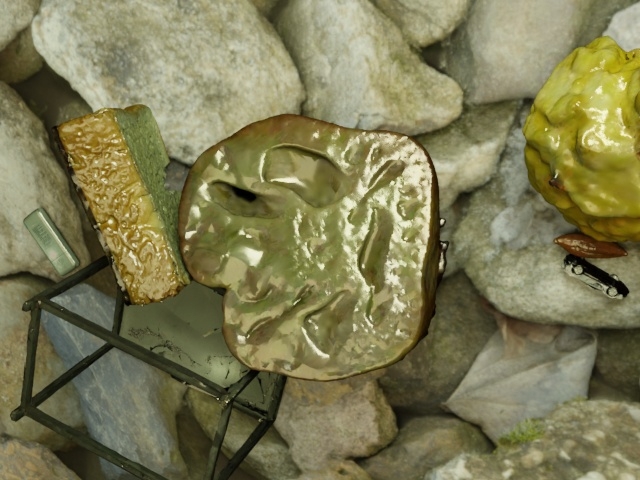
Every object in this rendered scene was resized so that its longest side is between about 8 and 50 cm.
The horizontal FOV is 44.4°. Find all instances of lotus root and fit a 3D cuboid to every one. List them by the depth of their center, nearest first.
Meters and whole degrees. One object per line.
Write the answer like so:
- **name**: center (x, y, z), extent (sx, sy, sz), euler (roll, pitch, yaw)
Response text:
- **lotus root**: center (0.000, 0.000, 1.078), extent (0.375, 0.111, 0.390), euler (-41, 78, 4)

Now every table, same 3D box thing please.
- **table**: center (-0.249, 0.197, 1.215), extent (0.335, 0.272, 0.222), euler (23, 116, 14)

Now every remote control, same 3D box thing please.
- **remote control**: center (-0.475, 0.004, 1.383), extent (0.053, 0.018, 0.124), euler (-32, 95, 28)

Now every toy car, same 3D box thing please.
- **toy car**: center (0.362, 0.050, 1.036), extent (0.093, 0.041, 0.025), euler (34, 122, 10)

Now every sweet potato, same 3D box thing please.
- **sweet potato**: center (0.353, 0.008, 1.028), extent (0.095, 0.034, 0.034), euler (14, 114, 10)

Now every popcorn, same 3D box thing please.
- **popcorn**: center (0.338, -0.102, 0.877), extent (0.233, 0.192, 0.266), euler (45, 159, 12)

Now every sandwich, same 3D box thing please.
- **sandwich**: center (-0.264, -0.060, 1.146), extent (0.095, 0.249, 0.273), euler (-19, 102, 4)
